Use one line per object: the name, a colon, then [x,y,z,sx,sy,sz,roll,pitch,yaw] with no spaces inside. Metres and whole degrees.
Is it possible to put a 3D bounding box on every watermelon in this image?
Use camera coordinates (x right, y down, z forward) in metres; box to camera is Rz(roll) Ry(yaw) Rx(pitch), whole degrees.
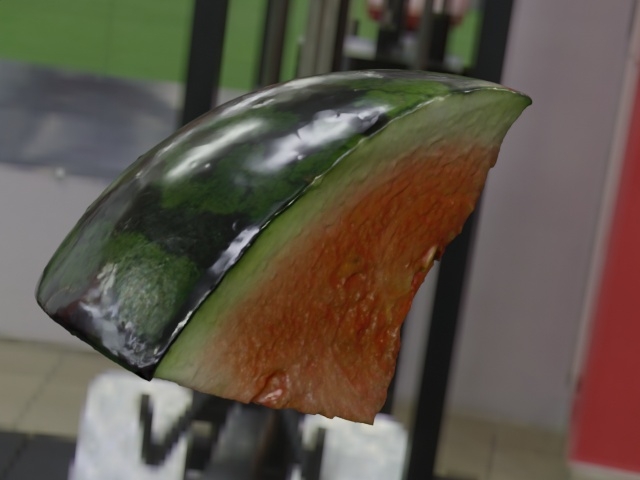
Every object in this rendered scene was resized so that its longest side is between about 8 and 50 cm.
watermelon: [-0.013,-0.016,0.727,0.137,0.145,0.193,25,5,-11]
